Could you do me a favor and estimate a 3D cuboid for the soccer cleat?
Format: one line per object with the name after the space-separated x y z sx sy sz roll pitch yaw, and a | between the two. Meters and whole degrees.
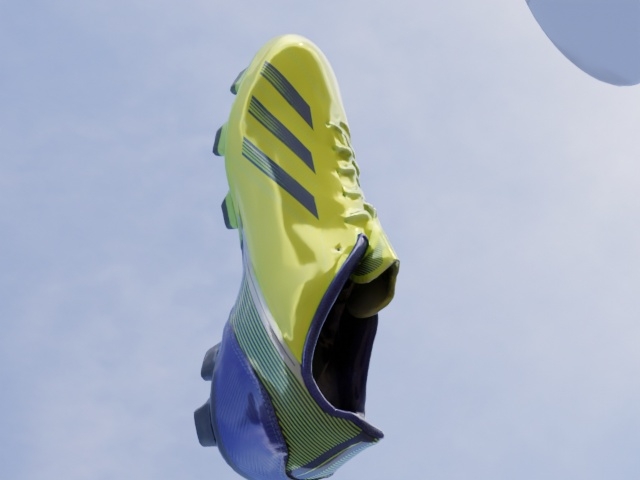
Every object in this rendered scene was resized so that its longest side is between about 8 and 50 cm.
0.001 0.001 0.876 0.093 0.121 0.289 35 -132 -43 | soccer cleat

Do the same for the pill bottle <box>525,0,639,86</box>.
0.168 -0.139 0.600 0.180 0.108 0.108 -34 -62 -18 | pill bottle
